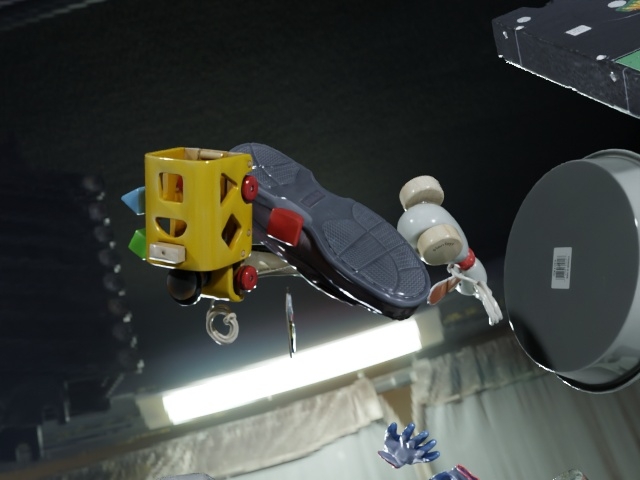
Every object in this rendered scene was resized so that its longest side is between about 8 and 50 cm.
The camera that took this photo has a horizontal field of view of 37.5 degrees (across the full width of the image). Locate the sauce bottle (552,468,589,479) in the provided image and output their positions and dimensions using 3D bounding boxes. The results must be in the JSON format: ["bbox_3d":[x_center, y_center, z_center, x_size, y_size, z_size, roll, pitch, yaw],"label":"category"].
[{"bbox_3d":[0.510,0.527,1.542,0.111,0.344,0.111,-48,-1,-1],"label":"sauce bottle"}]

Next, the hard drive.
[{"bbox_3d":[0.391,-0.249,1.133,0.237,0.339,0.064,-24,-62,-11],"label":"hard drive"}]

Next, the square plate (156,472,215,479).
[{"bbox_3d":[-0.115,0.510,1.563,0.347,0.049,0.344,41,-26,-7],"label":"square plate"}]

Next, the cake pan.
[{"bbox_3d":[0.311,0.033,1.121,0.054,0.293,0.293,7,-37,-23],"label":"cake pan"}]

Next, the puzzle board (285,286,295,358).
[{"bbox_3d":[-0.056,0.154,1.776,0.011,0.128,0.096,-4,-73,-1],"label":"puzzle board"}]

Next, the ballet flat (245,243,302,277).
[{"bbox_3d":[-0.106,0.037,1.738,0.250,0.084,0.058,0,-27,-11],"label":"ballet flat"}]

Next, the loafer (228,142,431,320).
[{"bbox_3d":[0.000,0.000,1.108,0.109,0.302,0.095,-30,-31,-40],"label":"loafer"}]

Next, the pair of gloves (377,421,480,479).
[{"bbox_3d":[0.185,0.381,1.581,0.023,0.198,0.159,-49,-6,-33],"label":"pair of gloves"}]

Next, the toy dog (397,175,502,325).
[{"bbox_3d":[0.217,0.033,1.861,0.161,0.220,0.333,-24,-58,12],"label":"toy dog"}]

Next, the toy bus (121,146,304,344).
[{"bbox_3d":[-0.134,-0.002,0.991,0.191,0.202,0.104,-44,-11,28],"label":"toy bus"}]
